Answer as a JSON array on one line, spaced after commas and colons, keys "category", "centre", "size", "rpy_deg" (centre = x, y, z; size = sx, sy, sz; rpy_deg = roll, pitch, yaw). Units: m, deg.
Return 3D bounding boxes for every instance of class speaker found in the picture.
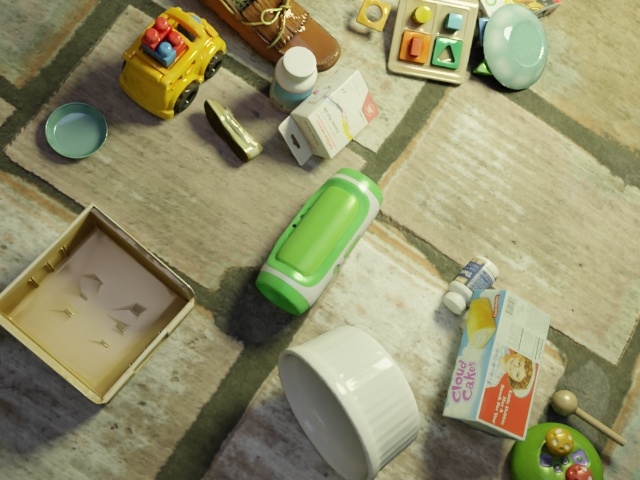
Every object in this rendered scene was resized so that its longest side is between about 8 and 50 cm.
[{"category": "speaker", "centre": [0.000, 0.000, 1.494], "size": [0.131, 0.131, 0.296], "rpy_deg": [36, 72, 0]}]

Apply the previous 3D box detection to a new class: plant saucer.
[{"category": "plant saucer", "centre": [-0.489, -0.218, 1.511], "size": [0.119, 0.021, 0.119], "rpy_deg": [2, 76, -10]}, {"category": "plant saucer", "centre": [0.455, -0.441, 1.700], "size": [0.195, 0.037, 0.194], "rpy_deg": [-1, 93, -29]}]

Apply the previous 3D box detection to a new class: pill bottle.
[{"category": "pill bottle", "centre": [-0.054, -0.331, 1.550], "size": [0.087, 0.160, 0.087], "rpy_deg": [3, 76, -10]}, {"category": "pill bottle", "centre": [0.309, 0.094, 1.557], "size": [0.067, 0.067, 0.120], "rpy_deg": [44, 72, 3]}]

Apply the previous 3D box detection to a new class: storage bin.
[{"category": "storage bin", "centre": [-0.410, 0.123, 1.385], "size": [0.260, 0.123, 0.262], "rpy_deg": [40, 72, 1]}]

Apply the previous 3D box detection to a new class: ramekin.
[{"category": "ramekin", "centre": [0.053, 0.288, 1.357], "size": [0.135, 0.277, 0.277], "rpy_deg": [-29, 83, -23]}]

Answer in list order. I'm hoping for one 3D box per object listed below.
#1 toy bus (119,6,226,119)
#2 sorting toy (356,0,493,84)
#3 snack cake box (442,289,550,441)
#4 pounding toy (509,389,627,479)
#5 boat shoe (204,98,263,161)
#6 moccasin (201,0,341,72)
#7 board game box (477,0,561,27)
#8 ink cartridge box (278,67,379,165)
[{"category": "toy bus", "centre": [-0.292, -0.385, 1.495], "size": [0.149, 0.211, 0.220], "rpy_deg": [36, 71, 1]}, {"category": "sorting toy", "centre": [0.252, -0.459, 1.671], "size": [0.348, 0.047, 0.195], "rpy_deg": [8, 95, -7]}, {"category": "snack cake box", "centre": [0.353, 0.245, 1.486], "size": [0.152, 0.089, 0.264], "rpy_deg": [29, 70, -33]}, {"category": "pounding toy", "centre": [0.486, 0.411, 1.460], "size": [0.183, 0.110, 0.237], "rpy_deg": [37, 65, 16]}, {"category": "boat shoe", "centre": [-0.182, -0.234, 1.558], "size": [0.048, 0.056, 0.153], "rpy_deg": [-38, 87, -27]}, {"category": "moccasin", "centre": [-0.116, -0.496, 1.587], "size": [0.380, 0.147, 0.139], "rpy_deg": [43, 72, 2]}, {"category": "board game box", "centre": [0.415, -0.654, 1.778], "size": [0.193, 0.053, 0.305], "rpy_deg": [-21, 81, -14]}, {"category": "ink cartridge box", "centre": [0.018, -0.252, 1.564], "size": [0.198, 0.067, 0.115], "rpy_deg": [-46, 127, -17]}]
